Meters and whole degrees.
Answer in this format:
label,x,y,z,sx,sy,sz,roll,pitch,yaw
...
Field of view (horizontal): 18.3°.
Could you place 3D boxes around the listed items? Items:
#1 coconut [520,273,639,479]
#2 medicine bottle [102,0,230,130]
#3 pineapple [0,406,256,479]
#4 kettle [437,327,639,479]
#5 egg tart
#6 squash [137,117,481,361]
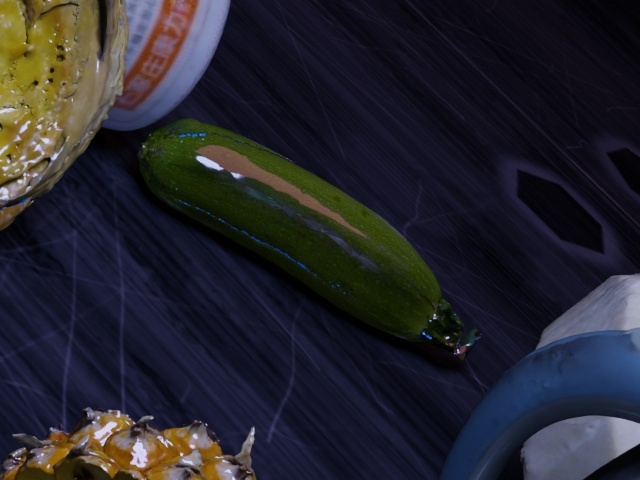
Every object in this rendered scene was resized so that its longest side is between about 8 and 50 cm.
label,x,y,z,sx,sy,sz,roll,pitch,yaw
coconut,0.306,0.160,1.457,0.323,0.323,0.323,30,26,-17
medicine bottle,-0.264,-0.221,1.471,0.371,0.211,0.211,16,34,-40
pineapple,-0.078,0.174,1.152,0.233,0.135,0.079,40,26,0
kettle,0.208,0.214,1.186,0.319,0.342,0.247,36,35,5
egg tart,-0.260,-0.126,1.315,0.291,0.291,0.107,16,2,-38
squash,0.000,0.000,1.604,0.331,0.087,0.087,33,26,-14
